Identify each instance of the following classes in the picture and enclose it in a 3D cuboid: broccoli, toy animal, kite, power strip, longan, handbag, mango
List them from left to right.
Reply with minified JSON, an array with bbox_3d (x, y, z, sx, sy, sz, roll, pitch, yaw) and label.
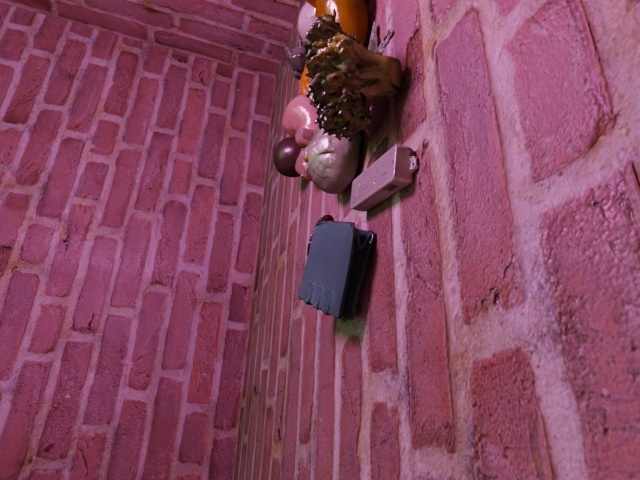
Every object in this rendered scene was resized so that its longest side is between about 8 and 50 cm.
[{"bbox_3d":[-0.134,-0.401,2.051,0.220,0.196,0.197,-120,43,-63],"label":"longan"},{"bbox_3d":[-0.090,-0.862,2.132,0.251,0.125,0.127,57,-139,-56],"label":"toy animal"},{"bbox_3d":[-0.044,-0.450,1.684,0.256,0.195,0.213,54,159,27],"label":"toy animal"},{"bbox_3d":[0.050,0.082,1.275,0.268,0.100,0.274,6,84,62],"label":"handbag"},{"bbox_3d":[0.082,-0.800,1.563,0.211,0.173,0.317,-17,82,57],"label":"mango"},{"bbox_3d":[0.067,-0.458,1.216,0.272,0.324,0.334,0,87,58],"label":"broccoli"},{"bbox_3d":[0.178,-0.591,1.422,0.268,0.013,0.323,124,149,-57],"label":"kite"},{"bbox_3d":[0.157,-0.157,1.162,0.338,0.058,0.098,146,131,-69],"label":"power strip"}]

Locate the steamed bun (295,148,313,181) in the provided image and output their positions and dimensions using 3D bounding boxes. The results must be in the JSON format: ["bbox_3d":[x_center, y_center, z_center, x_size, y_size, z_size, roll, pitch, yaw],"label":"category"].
[{"bbox_3d":[-0.030,-0.338,1.831,0.175,0.106,0.145,55,129,49],"label":"steamed bun"}]

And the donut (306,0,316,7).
[{"bbox_3d":[0.057,-1.040,1.625,0.317,0.299,0.150,-23,41,43],"label":"donut"}]

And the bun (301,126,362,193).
[{"bbox_3d":[0.027,-0.304,1.471,0.283,0.179,0.283,-167,90,-75],"label":"bun"}]

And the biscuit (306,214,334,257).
[{"bbox_3d":[0.000,0.000,1.474,0.192,0.049,0.192,-53,-25,-39],"label":"biscuit"}]

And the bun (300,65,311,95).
[{"bbox_3d":[-0.001,-0.681,1.813,0.299,0.164,0.299,-172,90,-73],"label":"bun"}]

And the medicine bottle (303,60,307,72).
[{"bbox_3d":[-0.006,-0.832,1.982,0.239,0.124,0.124,125,151,-59],"label":"medicine bottle"}]

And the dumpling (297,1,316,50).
[{"bbox_3d":[-0.003,-1.001,2.008,0.341,0.181,0.260,-50,56,40],"label":"dumpling"}]
